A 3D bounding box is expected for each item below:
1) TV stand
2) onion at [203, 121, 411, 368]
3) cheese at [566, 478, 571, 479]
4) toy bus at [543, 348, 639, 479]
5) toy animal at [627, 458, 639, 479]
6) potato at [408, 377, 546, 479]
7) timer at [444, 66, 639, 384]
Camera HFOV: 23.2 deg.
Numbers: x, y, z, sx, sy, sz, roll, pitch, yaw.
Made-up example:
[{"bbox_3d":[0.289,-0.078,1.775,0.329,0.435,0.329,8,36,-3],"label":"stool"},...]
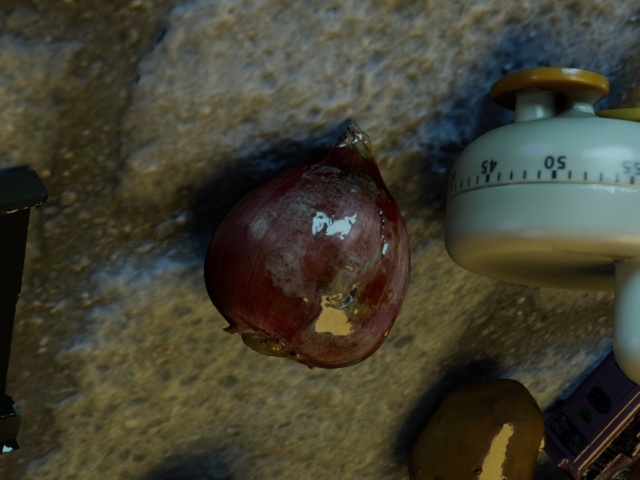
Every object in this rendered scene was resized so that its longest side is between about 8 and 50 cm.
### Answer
[{"bbox_3d":[-0.236,0.059,1.138,0.049,0.040,0.256,-12,136,-30],"label":"TV stand"},{"bbox_3d":[0.000,0.000,1.194,0.159,0.159,0.195,38,72,-52],"label":"onion"},{"bbox_3d":[0.241,0.350,1.753,0.263,0.093,0.159,-8,122,-16],"label":"cheese"},{"bbox_3d":[0.316,0.184,1.678,0.178,0.087,0.098,-50,139,12],"label":"toy bus"},{"bbox_3d":[0.335,0.331,1.863,0.230,0.066,0.224,22,110,-35],"label":"toy animal"},{"bbox_3d":[0.156,0.216,1.556,0.137,0.137,0.176,4,106,-41],"label":"potato"},{"bbox_3d":[0.216,0.001,1.266,0.233,0.233,0.240,15,75,-47],"label":"timer"}]
